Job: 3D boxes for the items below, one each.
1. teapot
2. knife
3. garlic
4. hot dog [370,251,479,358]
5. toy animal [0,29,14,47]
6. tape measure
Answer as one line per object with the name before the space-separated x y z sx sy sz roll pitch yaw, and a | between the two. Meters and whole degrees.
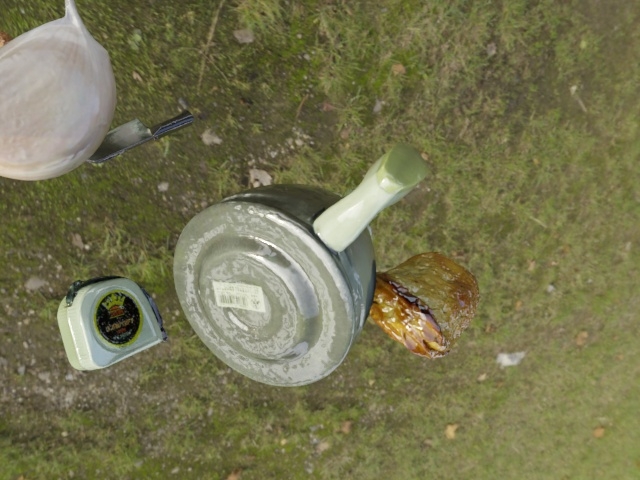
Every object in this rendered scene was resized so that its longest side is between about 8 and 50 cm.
teapot | -0.021 -0.006 0.646 0.239 0.239 0.322 -45 155 -55
knife | -0.324 -0.184 0.887 0.230 0.060 0.028 -38 164 -37
garlic | -0.306 -0.175 0.600 0.266 0.128 0.148 -53 166 -8
hot dog | 0.175 0.106 0.873 0.259 0.175 0.114 -12 139 -55
toy animal | -0.848 -0.487 1.243 0.185 0.104 0.184 -9 138 1
tape measure | -0.484 0.178 1.192 0.235 0.115 0.207 -19 93 -61
